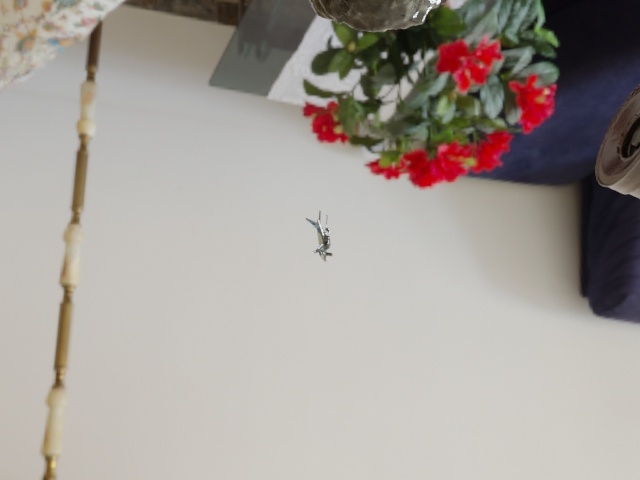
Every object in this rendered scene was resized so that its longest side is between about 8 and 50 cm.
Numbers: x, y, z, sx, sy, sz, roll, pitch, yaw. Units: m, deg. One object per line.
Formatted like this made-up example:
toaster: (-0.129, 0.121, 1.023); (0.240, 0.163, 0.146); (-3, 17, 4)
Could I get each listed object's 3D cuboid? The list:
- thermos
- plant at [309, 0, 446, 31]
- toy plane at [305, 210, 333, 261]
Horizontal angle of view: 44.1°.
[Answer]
thermos: (0.349, -0.045, 0.635); (0.232, 0.124, 0.099); (21, 119, -5)
plant: (0.073, -0.455, 1.046); (0.213, 0.215, 0.312); (30, 145, 27)
toy plane: (0.002, -0.001, 1.121); (0.024, 0.078, 0.084); (-4, 130, 22)
